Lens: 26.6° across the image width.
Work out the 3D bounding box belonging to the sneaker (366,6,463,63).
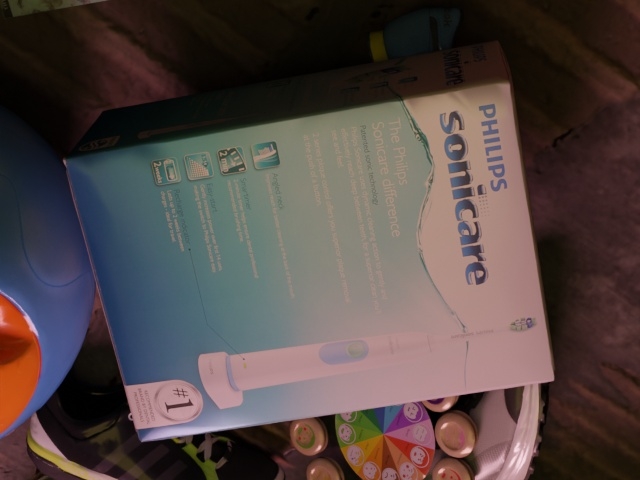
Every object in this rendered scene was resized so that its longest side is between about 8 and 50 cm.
[{"bbox_3d":[0.103,-0.073,1.009,0.082,0.069,0.209,-16,113,11],"label":"sneaker"}]

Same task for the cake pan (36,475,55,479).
[{"bbox_3d":[-0.171,0.336,1.255,0.293,0.054,0.293,3,116,6],"label":"cake pan"}]

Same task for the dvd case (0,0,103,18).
[{"bbox_3d":[-0.191,-0.216,1.006,0.119,0.013,0.087,-7,115,11],"label":"dvd case"}]

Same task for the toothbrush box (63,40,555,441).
[{"bbox_3d":[0.000,0.000,0.941,0.295,0.126,0.216,-10,110,8],"label":"toothbrush box"}]

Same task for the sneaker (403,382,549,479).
[{"bbox_3d":[0.121,0.168,1.112,0.108,0.100,0.272,18,117,4],"label":"sneaker"}]

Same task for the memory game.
[{"bbox_3d":[0.048,0.160,1.110,0.186,0.012,0.186,8,104,35],"label":"memory game"}]

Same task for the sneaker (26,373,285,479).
[{"bbox_3d":[-0.143,0.170,1.151,0.234,0.084,0.097,11,116,1],"label":"sneaker"}]

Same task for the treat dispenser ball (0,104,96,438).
[{"bbox_3d":[-0.309,0.023,0.986,0.288,0.288,0.288,3,117,6],"label":"treat dispenser ball"}]
